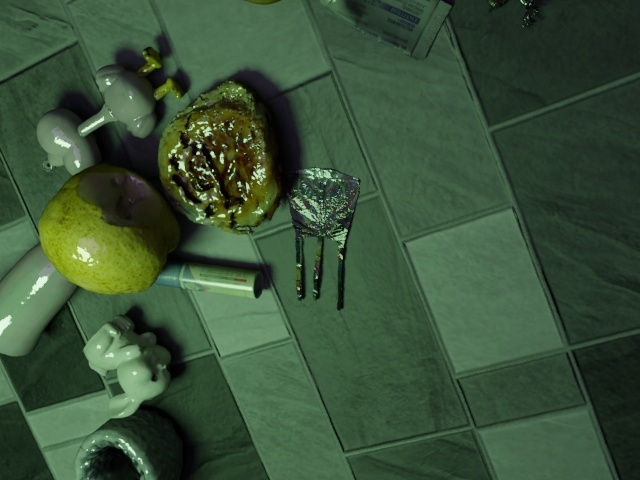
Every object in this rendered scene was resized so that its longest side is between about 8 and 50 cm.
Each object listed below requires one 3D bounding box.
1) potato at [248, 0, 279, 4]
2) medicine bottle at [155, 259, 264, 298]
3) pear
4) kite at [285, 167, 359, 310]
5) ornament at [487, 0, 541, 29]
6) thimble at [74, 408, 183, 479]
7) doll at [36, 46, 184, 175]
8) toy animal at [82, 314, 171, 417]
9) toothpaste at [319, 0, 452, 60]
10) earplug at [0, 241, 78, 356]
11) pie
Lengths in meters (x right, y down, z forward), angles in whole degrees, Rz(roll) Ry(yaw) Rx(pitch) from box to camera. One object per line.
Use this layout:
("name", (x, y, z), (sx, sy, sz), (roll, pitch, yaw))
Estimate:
("potato", (-0.071, -0.601, 1.419), (0.290, 0.397, 0.296), (24, 158, 48))
("medicine bottle", (-0.233, 0.078, 1.741), (0.230, 0.059, 0.059), (6, 108, 18))
("pear", (-0.414, -0.016, 1.675), (0.271, 0.271, 0.271), (6, 108, 19))
("kite", (0.000, 0.000, 1.654), (0.152, 0.015, 0.286), (6, 108, 19))
("ornament", (0.315, -0.402, 1.410), (0.073, 0.028, 0.125), (-37, 89, 25))
("thimble", (-0.422, 0.507, 1.888), (0.217, 0.157, 0.246), (11, 108, 20))
("doll", (-0.446, -0.243, 1.706), (0.365, 0.094, 0.160), (-31, 101, 26))
("toy animal", (-0.424, 0.271, 1.833), (0.178, 0.127, 0.193), (-38, 91, 28))
("toothpaste", (0.082, -0.398, 1.416), (0.282, 0.069, 0.099), (18, 145, -24))
("earplug", (-0.611, 0.095, 1.844), (0.301, 0.172, 0.172), (-44, 88, 18))
("pie", (-0.200, -0.150, 1.646), (0.308, 0.085, 0.308), (6, 109, 19))
